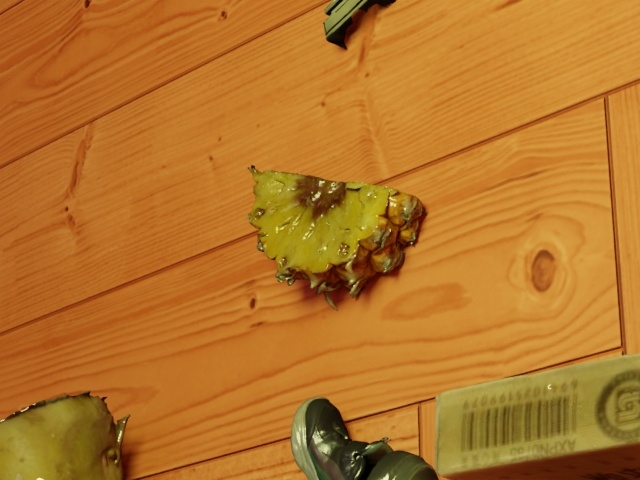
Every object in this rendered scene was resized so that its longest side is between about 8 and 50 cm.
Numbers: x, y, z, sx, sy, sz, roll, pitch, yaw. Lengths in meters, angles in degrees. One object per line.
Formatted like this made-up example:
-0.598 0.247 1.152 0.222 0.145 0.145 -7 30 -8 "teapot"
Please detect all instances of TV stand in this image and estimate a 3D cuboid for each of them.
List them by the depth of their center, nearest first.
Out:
0.093 -0.301 1.886 0.249 0.036 0.042 -42 47 31 "TV stand"

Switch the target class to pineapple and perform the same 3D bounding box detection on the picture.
0.001 0.000 1.846 0.233 0.079 0.135 13 88 50 "pineapple"

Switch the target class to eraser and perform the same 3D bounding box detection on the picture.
0.262 0.151 1.448 0.343 0.144 0.078 -17 62 45 "eraser"

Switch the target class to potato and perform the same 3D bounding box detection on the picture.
-0.328 0.342 1.989 0.237 0.301 0.288 66 161 15 "potato"

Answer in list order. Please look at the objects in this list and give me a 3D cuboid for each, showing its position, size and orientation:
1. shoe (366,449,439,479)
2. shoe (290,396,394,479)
0.097 0.344 1.596 0.149 0.109 0.292 4 82 45 "shoe"
0.033 0.223 1.738 0.099 0.071 0.169 -32 58 33 "shoe"
